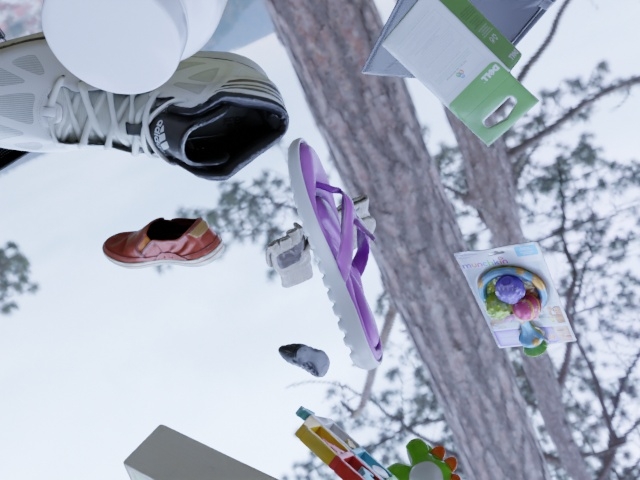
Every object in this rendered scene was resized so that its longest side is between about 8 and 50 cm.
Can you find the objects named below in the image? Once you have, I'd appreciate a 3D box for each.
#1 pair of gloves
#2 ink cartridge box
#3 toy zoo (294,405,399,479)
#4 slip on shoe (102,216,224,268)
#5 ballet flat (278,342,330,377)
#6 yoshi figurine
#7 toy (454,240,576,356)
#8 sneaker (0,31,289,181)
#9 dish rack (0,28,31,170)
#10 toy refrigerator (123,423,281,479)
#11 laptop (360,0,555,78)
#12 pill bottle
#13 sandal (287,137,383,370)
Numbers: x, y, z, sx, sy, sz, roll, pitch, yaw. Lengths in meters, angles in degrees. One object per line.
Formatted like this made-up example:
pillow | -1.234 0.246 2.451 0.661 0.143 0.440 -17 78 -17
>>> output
pair of gloves | 0.000 0.000 1.597 0.240 0.042 0.204 -28 151 -2
ink cartridge box | 0.198 -0.243 1.058 0.109 0.209 0.062 -44 -177 45
toy zoo | 0.059 0.437 1.545 0.030 0.293 0.192 -53 161 3
slip on shoe | -0.360 -0.004 1.710 0.332 0.101 0.123 -1 -143 35
ballet flat | -0.028 0.247 1.626 0.049 0.173 0.057 13 -106 33
yoshi figurine | 0.231 0.630 1.749 0.203 0.203 0.362 -5 -140 -8
toy | 0.319 0.109 1.265 0.137 0.237 0.056 -10 -139 29
sneaker | -0.253 -0.176 0.995 0.448 0.169 0.257 -4 -160 -17
dish rack | -0.592 -0.259 1.341 0.208 0.271 0.074 -36 -168 -15
toy refrigerator | -0.152 0.372 1.109 0.270 0.102 0.094 15 -138 31
laptop | 0.325 -0.495 1.548 0.407 0.236 0.382 -55 -179 -17
pill bottle | -0.190 -0.323 0.881 0.188 0.188 0.333 -18 -139 26
sandal | 0.051 0.015 1.327 0.102 0.416 0.169 -17 -170 12
